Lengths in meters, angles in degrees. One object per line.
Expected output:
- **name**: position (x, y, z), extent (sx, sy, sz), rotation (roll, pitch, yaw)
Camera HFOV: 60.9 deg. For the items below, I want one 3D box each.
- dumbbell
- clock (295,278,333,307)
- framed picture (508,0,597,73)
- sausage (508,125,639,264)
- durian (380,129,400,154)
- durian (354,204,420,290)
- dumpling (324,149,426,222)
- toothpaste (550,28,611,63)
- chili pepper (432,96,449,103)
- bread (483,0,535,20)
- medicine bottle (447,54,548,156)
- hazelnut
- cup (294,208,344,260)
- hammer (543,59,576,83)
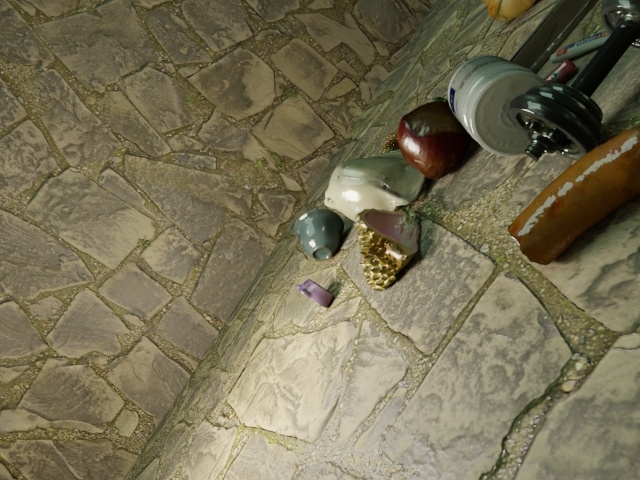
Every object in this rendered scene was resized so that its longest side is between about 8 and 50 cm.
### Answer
- **dumbbell**: position (0.508, -0.318, 0.985), extent (0.406, 0.179, 0.179), rotation (-54, 13, 6)
- **clock**: position (-0.021, 0.170, 1.826), extent (0.050, 0.110, 0.152), rotation (-57, 13, -3)
- **framed picture**: position (0.638, -0.576, 1.536), extent (0.315, 0.024, 0.232), rotation (-50, 13, 16)
- **sausage**: position (0.421, -0.071, 0.853), extent (0.270, 0.109, 0.109), rotation (-46, 15, 36)
- **durian**: position (0.291, -0.330, 1.951), extent (0.168, 0.137, 0.158), rotation (0, 74, 59)
- **durian**: position (0.173, 0.035, 1.515), extent (0.305, 0.185, 0.196), rotation (-93, 16, -58)
- **dumpling**: position (0.192, -0.206, 1.783), extent (0.395, 0.233, 0.316), rotation (2, 51, 53)
- **toothpaste**: position (0.624, -0.457, 1.264), extent (0.052, 0.033, 0.218), rotation (-62, 18, -11)
- **chili pepper**: position (0.378, -0.363, 1.731), extent (0.122, 0.065, 0.279), rotation (6, 51, 33)
- **bread**: position (0.674, -0.914, 1.853), extent (0.315, 0.211, 0.270), rotation (-42, 18, 54)
- **medicine bottle**: position (0.423, -0.330, 1.301), extent (0.190, 0.190, 0.332), rotation (-50, 13, 21)
- **hazelnut**: position (0.330, -0.289, 1.566), extent (0.229, 0.229, 0.229), rotation (-51, 13, 17)
- **cup**: position (0.000, 0.000, 2.107), extent (0.199, 0.199, 0.150), rotation (-46, 34, 35)
- **hammer**: position (0.561, -0.387, 1.282), extent (0.083, 0.043, 0.043), rotation (-45, 16, 39)
